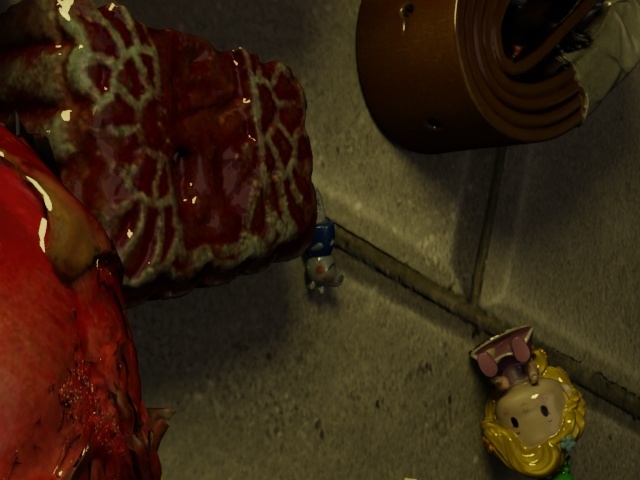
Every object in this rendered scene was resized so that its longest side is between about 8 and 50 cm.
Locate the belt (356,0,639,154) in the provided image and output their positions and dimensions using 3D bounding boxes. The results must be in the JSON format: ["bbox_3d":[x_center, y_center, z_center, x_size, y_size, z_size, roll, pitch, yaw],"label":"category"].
[{"bbox_3d":[0.174,-0.201,1.231,0.338,0.122,0.217,-39,115,-43],"label":"belt"}]

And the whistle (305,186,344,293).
[{"bbox_3d":[0.000,0.000,1.086,0.033,0.029,0.083,-13,102,-30],"label":"whistle"}]

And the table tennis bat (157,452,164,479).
[{"bbox_3d":[-0.099,0.268,0.942,0.224,0.054,0.369,-35,117,-47],"label":"table tennis bat"}]

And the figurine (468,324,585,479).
[{"bbox_3d":[0.195,0.156,1.264,0.156,0.094,0.115,65,21,1],"label":"figurine"}]

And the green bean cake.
[{"bbox_3d":[-0.101,-0.061,0.921,0.232,0.097,0.199,-10,95,-49],"label":"green bean cake"}]

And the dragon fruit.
[{"bbox_3d":[-0.219,0.084,0.622,0.295,0.295,0.302,21,62,-47],"label":"dragon fruit"}]

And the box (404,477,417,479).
[{"bbox_3d":[0.090,0.251,1.188,0.093,0.015,0.058,49,52,-36],"label":"box"}]
